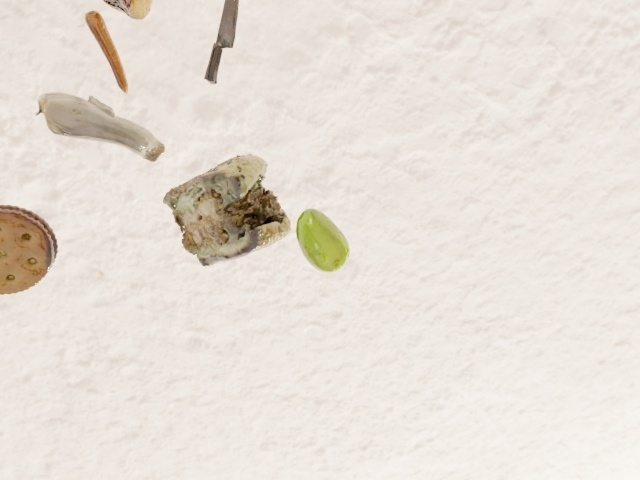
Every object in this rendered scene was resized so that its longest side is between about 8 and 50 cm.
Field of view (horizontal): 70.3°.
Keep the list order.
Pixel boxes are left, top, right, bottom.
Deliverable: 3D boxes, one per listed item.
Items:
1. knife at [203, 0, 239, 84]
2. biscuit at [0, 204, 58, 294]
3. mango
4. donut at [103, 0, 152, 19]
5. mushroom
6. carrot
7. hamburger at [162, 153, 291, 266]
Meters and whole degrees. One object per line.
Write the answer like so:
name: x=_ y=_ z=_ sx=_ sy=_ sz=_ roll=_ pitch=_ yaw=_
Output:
knife: x=-0.222 y=-0.482 z=1.069 sx=0.028 sy=0.059 sz=0.231 roll=5 pitch=101 yaw=-62
biscuit: x=-0.755 y=0.022 z=1.090 sx=0.220 sy=0.066 sz=0.221 roll=-10 pitch=115 yaw=-23
mango: x=0.000 y=0.000 z=0.712 sx=0.073 sy=0.056 sz=0.108 roll=-25 pitch=89 yaw=33
donut: x=-0.405 y=-0.546 z=0.919 sx=0.073 sy=0.184 sz=0.167 roll=10 pitch=100 yaw=2
mushroom: x=-0.470 y=-0.243 z=0.999 sx=0.096 sy=0.099 sz=0.277 roll=-33 pitch=150 yaw=33
carrot: x=-0.472 y=-0.419 z=1.027 sx=0.037 sy=0.037 sz=0.190 roll=-14 pitch=136 yaw=-2
hamburger: x=-0.166 y=-0.067 z=0.880 sx=0.287 sy=0.192 sz=0.168 roll=-12 pitch=110 yaw=46
